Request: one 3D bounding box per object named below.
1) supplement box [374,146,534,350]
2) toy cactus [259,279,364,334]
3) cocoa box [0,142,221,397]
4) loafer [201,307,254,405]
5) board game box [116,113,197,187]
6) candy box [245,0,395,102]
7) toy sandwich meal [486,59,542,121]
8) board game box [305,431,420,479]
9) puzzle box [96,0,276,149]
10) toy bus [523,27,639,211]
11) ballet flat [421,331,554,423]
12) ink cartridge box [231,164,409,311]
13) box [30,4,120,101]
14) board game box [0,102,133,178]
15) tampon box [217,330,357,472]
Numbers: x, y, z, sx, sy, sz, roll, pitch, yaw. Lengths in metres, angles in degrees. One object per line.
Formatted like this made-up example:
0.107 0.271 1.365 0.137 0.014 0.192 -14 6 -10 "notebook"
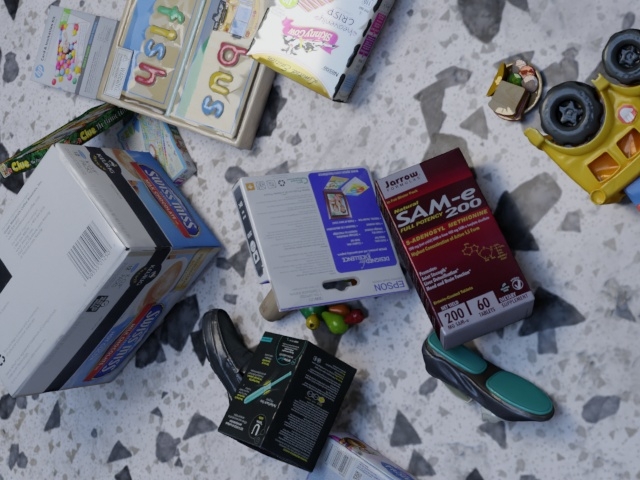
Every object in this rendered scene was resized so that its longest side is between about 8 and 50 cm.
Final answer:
0.175 0.010 1.590 0.130 0.073 0.239 -22 67 -3 "supplement box"
-0.031 0.062 1.760 0.180 0.112 0.219 -44 68 34 "toy cactus"
-0.377 0.048 1.909 0.347 0.228 0.231 -49 65 23 "cocoa box"
-0.114 0.199 1.810 0.078 0.076 0.223 -31 71 23 "loafer"
-0.276 -0.148 2.006 0.103 0.026 0.154 -39 63 25 "board game box"
0.012 -0.341 1.767 0.159 0.071 0.233 29 102 16 "candy box"
0.260 -0.205 1.618 0.085 0.029 0.086 -6 80 36 "toy sandwich meal"
0.075 0.476 1.631 0.318 0.066 0.318 30 100 36 "board game box"
-0.173 -0.374 1.898 0.272 0.052 0.409 19 95 17 "puzzle box"
0.392 -0.133 1.451 0.220 0.149 0.211 -43 74 21 "toy bus"
0.216 0.194 1.576 0.203 0.074 0.074 32 102 29 "ballet flat"
0.000 0.000 1.679 0.045 0.206 0.208 -54 48 56 "ink cartridge box"
-0.431 -0.335 2.141 0.186 0.038 0.145 20 95 38 "box"
-0.404 -0.179 1.979 0.136 0.260 0.030 -17 108 34 "board game box"
-0.047 0.226 1.690 0.120 0.101 0.161 7 68 55 "tampon box"
